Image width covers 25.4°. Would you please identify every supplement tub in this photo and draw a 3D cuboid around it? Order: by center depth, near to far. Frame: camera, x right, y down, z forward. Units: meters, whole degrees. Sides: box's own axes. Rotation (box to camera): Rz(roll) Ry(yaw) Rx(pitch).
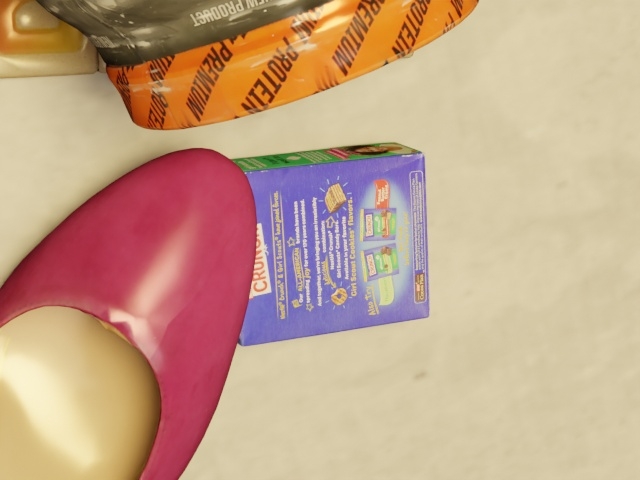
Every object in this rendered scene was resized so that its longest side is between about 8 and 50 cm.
[{"bbox_3d":[-0.062,-0.229,0.565,0.207,0.207,0.338,-25,109,-16],"label":"supplement tub"}]

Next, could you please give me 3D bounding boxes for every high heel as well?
[{"bbox_3d":[-0.140,0.121,0.619,0.127,0.181,0.377,30,89,-3],"label":"high heel"}]

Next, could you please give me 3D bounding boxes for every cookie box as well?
[{"bbox_3d":[0.000,0.000,0.739,0.107,0.040,0.092,-7,103,-21],"label":"cookie box"}]

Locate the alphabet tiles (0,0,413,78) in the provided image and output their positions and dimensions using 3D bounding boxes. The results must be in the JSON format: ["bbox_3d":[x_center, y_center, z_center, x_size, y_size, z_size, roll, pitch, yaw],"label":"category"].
[{"bbox_3d":[-0.060,-0.226,0.686,0.342,0.011,0.285,-6,103,-21],"label":"alphabet tiles"}]
